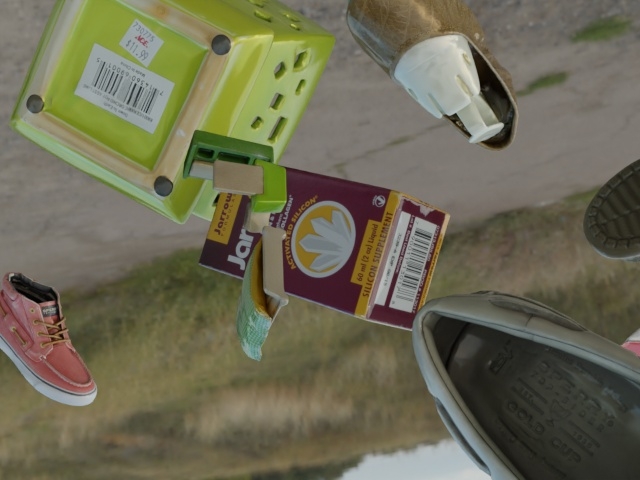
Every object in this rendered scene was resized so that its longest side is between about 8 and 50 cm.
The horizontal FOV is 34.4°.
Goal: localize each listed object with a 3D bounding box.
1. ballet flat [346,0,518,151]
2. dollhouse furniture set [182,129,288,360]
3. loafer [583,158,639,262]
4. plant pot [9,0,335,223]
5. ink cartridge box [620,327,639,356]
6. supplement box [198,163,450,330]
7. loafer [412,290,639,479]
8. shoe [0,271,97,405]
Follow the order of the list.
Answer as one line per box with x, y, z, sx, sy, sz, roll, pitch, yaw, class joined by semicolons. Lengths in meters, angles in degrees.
0.144;-0.178;1.144;0.116;0.124;0.342;-29;155;17;ballet flat
-0.060;-0.004;0.680;0.059;0.151;0.076;8;143;-16;dollhouse furniture set
0.210;-0.026;0.534;0.148;0.056;0.050;-26;142;14;loafer
-0.147;-0.150;0.984;0.228;0.227;0.207;29;-166;7;plant pot
0.287;0.114;0.908;0.225;0.056;0.181;-36;159;-16;ink cartridge box
0.000;0.000;0.869;0.188;0.104;0.081;15;178;38;supplement box
0.161;0.126;0.443;0.319;0.112;0.111;35;-176;37;loafer
-0.320;0.112;1.202;0.063;0.178;0.081;-14;135;-54;shoe
